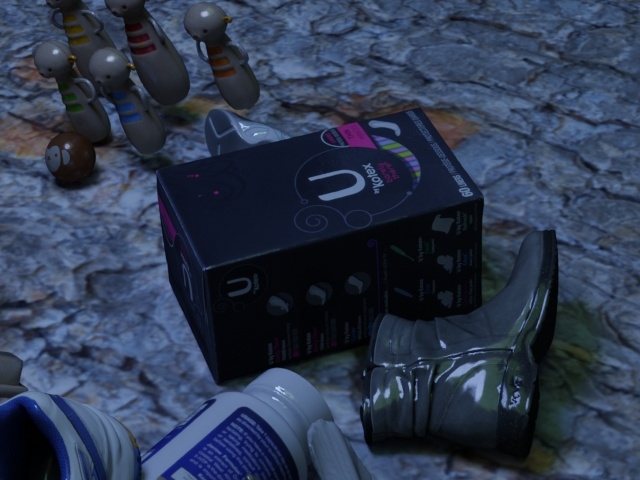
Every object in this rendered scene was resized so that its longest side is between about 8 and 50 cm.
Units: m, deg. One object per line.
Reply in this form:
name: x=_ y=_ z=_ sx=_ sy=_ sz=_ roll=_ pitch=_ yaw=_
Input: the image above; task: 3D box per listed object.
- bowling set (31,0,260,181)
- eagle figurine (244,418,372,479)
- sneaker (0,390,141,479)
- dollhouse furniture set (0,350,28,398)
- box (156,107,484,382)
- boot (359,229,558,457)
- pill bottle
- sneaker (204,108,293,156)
bowling set: x=-0.225 y=-0.171 z=1.807 sx=0.287 sy=0.154 sz=0.200 roll=8 pitch=46 yaw=39
eagle figurine: x=0.059 y=0.279 z=1.226 sx=0.298 sy=0.225 sz=0.226 roll=9 pitch=28 yaw=32
sneaker: x=-0.209 y=0.254 z=1.244 sx=0.112 sy=0.131 sz=0.296 roll=-15 pitch=61 yaw=23
dollhouse furniture set: x=-0.492 y=0.143 z=1.540 sx=0.355 sy=0.174 sz=0.303 roll=8 pitch=6 yaw=-32
box: x=0.000 y=0.000 z=1.609 sx=0.270 sy=0.143 sz=0.165 roll=-15 pitch=40 yaw=-14
boot: x=0.123 y=0.078 z=1.530 sx=0.161 sy=0.083 sz=0.246 roll=8 pitch=51 yaw=13
pill bottle: x=-0.077 y=0.189 z=1.400 sx=0.112 sy=0.112 sz=0.186 roll=25 pitch=46 yaw=31
sneaker: x=-0.066 y=-0.099 z=1.823 sx=0.061 sy=0.054 sz=0.152 roll=-6 pitch=28 yaw=-43
